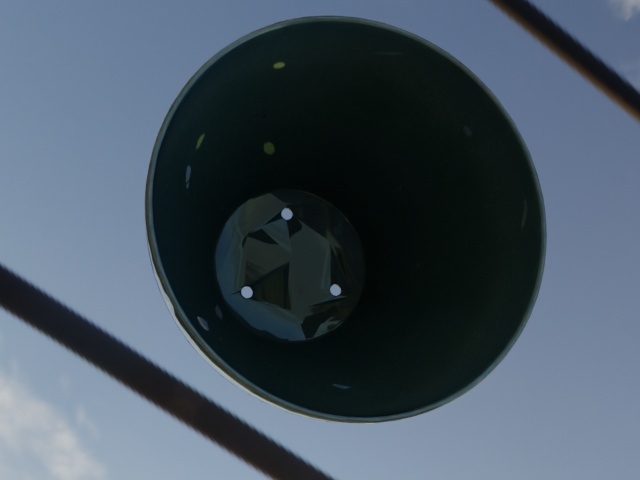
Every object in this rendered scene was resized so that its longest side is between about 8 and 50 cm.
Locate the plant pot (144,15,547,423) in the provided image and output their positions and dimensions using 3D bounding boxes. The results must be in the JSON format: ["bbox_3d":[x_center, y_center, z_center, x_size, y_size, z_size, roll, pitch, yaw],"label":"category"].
[{"bbox_3d":[0.000,0.000,0.751,0.290,0.290,0.195,53,-21,1],"label":"plant pot"}]
